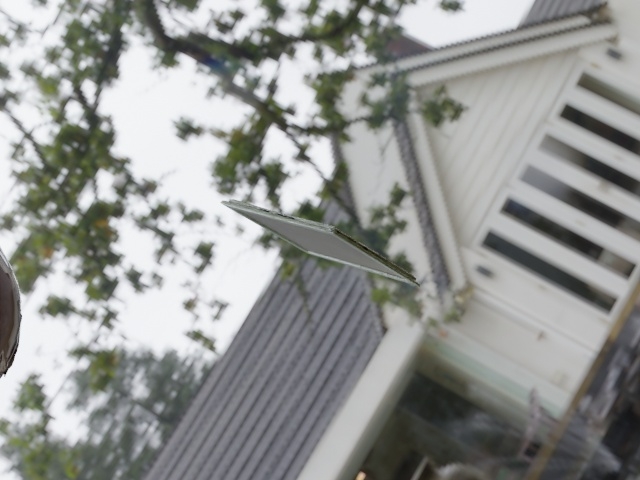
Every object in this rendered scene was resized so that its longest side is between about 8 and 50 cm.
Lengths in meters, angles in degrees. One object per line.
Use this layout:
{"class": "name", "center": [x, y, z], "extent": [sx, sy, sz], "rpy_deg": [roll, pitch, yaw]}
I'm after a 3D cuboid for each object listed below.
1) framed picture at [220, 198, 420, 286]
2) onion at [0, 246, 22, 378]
{"class": "framed picture", "center": [0.000, 0.000, 1.298], "extent": [0.142, 0.183, 0.011], "rpy_deg": [31, -100, -41]}
{"class": "onion", "center": [-0.434, 0.087, 1.151], "extent": [0.337, 0.260, 0.281], "rpy_deg": [3, -93, -43]}
